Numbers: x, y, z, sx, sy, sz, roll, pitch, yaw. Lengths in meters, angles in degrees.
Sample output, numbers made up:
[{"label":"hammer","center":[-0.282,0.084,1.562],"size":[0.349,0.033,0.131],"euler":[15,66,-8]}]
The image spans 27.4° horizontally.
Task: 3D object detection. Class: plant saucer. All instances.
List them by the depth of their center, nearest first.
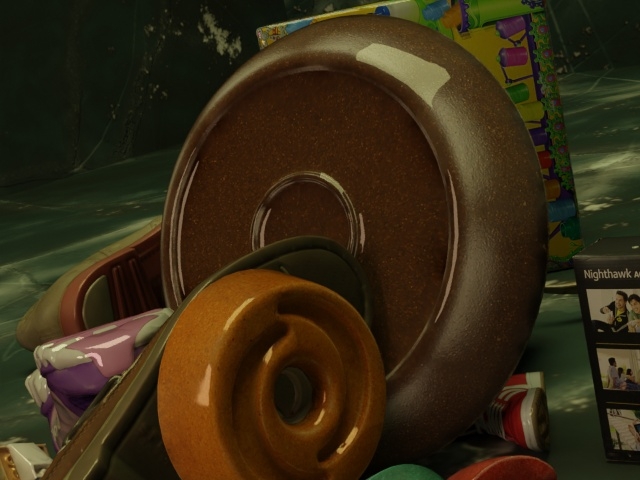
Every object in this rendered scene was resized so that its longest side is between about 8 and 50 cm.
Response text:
[{"label":"plant saucer","center":[0.000,0.000,0.864],"size":[0.310,0.311,0.050],"euler":[-4,-7,36]}]

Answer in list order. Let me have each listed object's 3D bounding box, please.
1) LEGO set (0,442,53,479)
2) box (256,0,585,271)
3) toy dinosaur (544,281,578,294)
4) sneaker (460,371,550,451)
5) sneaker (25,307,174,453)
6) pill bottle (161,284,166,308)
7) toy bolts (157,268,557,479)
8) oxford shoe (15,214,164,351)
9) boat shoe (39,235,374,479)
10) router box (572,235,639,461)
[{"label":"LEGO set","center":[-0.275,0.194,0.818],"size":[0.132,0.107,0.287],"euler":[25,11,4]},{"label":"box","center":[0.099,-0.104,1.342],"size":[0.279,0.290,0.177],"euler":[-11,11,1]},{"label":"toy dinosaur","center":[0.269,0.035,1.112],"size":[0.211,0.064,0.112],"euler":[-6,-10,-23]},{"label":"sneaker","center":[0.116,0.114,0.864],"size":[0.067,0.042,0.118],"euler":[-6,4,10]},{"label":"sneaker","center":[-0.138,0.114,0.877],"size":[0.095,0.104,0.236],"euler":[-13,-11,-18]},{"label":"pill bottle","center":[-0.030,0.038,1.197],"size":[0.219,0.123,0.123],"euler":[-6,12,29]},{"label":"toy bolts","center":[-0.018,0.127,0.591],"size":[0.228,0.218,0.158],"euler":[3,-7,-40]},{"label":"oxford shoe","center":[-0.181,0.032,1.405],"size":[0.130,0.123,0.348],"euler":[-10,8,37]},{"label":"boat shoe","center":[-0.087,0.108,0.739],"size":[0.104,0.111,0.307],"euler":[-23,19,51]},{"label":"router box","center":[0.242,0.064,0.750],"size":[0.179,0.133,0.046],"euler":[-2,15,39]}]
